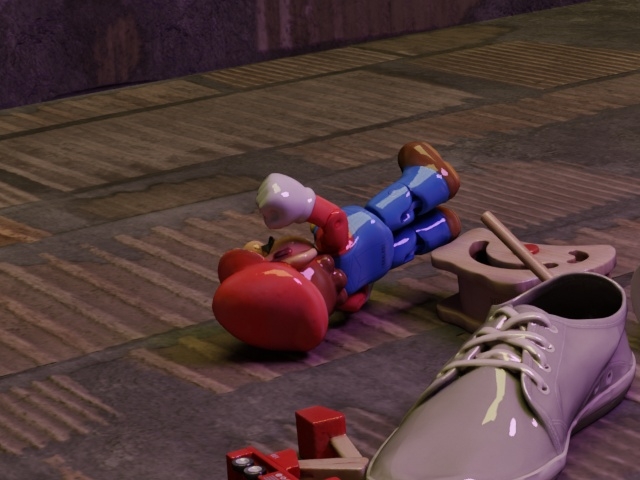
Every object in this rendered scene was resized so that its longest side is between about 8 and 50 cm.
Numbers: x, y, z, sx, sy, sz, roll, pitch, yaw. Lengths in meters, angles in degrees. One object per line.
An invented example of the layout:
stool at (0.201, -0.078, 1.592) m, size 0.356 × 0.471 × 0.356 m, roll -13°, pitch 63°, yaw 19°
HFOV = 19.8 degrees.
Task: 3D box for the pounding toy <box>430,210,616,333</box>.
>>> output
pounding toy at (0.235, 0.021, 1.996) m, size 0.154 × 0.155 × 0.269 m, roll -17°, pitch 20°, yaw -27°

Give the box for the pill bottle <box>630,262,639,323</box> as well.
pill bottle at (0.441, 0.038, 1.956) m, size 0.221 × 0.121 × 0.121 m, roll -16°, pitch 20°, yaw -37°

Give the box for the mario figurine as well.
mario figurine at (0.000, 0.000, 2.037) m, size 0.320 × 0.198 × 0.170 m, roll -31°, pitch 10°, yaw -32°

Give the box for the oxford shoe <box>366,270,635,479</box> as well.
oxford shoe at (0.169, 0.135, 1.673) m, size 0.169 × 0.130 × 0.449 m, roll 8°, pitch 21°, yaw 29°

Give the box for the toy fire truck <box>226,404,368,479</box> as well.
toy fire truck at (-0.008, 0.205, 1.604) m, size 0.135 × 0.047 × 0.192 m, roll -12°, pitch 18°, yaw -26°
